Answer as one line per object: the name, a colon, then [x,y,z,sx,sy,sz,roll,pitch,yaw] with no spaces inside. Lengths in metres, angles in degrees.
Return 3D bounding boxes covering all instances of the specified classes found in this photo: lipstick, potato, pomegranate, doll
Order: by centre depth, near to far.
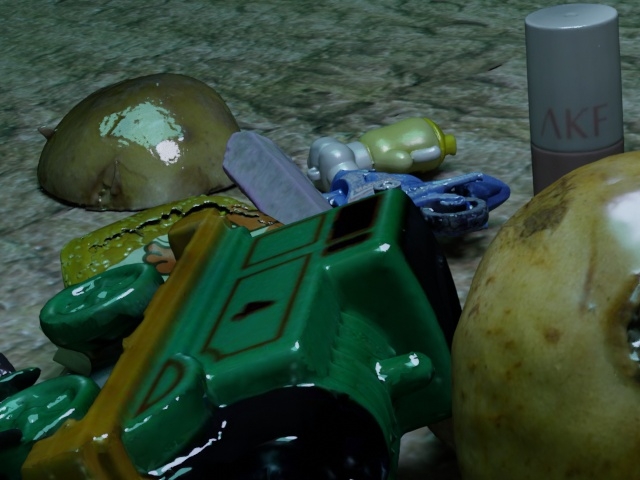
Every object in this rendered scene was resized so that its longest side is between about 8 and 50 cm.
pomegranate: [0.192,0.079,0.728,0.260,0.260,0.260,-6,23,3]
lipstick: [0.198,-0.048,1.026,0.070,0.255,0.070,-6,23,3]
doll: [0.061,-0.089,1.418,0.162,0.062,0.106,-15,19,-18]
potato: [-0.216,-0.128,1.542,0.239,0.116,0.299,-23,26,-24]

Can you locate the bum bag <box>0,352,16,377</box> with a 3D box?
bum bag: [-0.301,0.121,1.064,0.058,0.034,0.124,26,38,31]

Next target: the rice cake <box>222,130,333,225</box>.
rice cake: [0.000,0.000,1.153,0.056,0.072,0.365,-48,36,6]

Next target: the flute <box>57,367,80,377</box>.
flute: [-0.193,0.095,1.104,0.027,0.027,0.233,-1,24,14]

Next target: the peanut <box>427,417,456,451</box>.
peanut: [0.132,0.083,0.955,0.087,0.087,0.206,6,25,28]

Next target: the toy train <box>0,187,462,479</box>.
toy train: [-0.041,0.101,0.780,0.249,0.178,0.429,-20,17,14]

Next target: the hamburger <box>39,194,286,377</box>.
hamburger: [-0.126,0.038,1.085,0.214,0.125,0.235,-8,35,-29]

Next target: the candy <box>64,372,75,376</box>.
candy: [-0.194,0.151,0.947,0.043,0.045,0.175,-23,17,15]

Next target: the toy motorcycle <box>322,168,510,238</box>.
toy motorcycle: [0.069,-0.032,1.268,0.205,0.076,0.114,0,21,25]
